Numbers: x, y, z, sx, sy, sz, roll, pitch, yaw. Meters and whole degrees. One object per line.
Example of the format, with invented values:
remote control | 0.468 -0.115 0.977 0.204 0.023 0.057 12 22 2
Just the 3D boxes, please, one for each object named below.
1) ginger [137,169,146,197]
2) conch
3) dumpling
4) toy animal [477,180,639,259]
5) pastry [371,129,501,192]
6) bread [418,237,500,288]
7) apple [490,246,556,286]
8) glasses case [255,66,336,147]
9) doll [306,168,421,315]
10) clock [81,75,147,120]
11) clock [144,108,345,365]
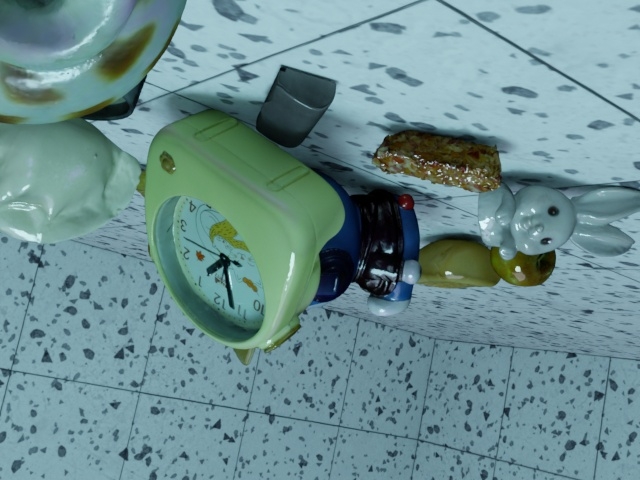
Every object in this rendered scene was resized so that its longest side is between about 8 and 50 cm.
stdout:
ginger | -0.263 -0.082 1.566 0.216 0.102 0.157 7 144 53
conch | -0.212 -0.203 0.558 0.367 0.197 0.249 10 133 35
dumpling | -0.364 -0.086 1.097 0.252 0.180 0.131 21 167 -38
toy animal | 0.332 -0.025 1.154 0.220 0.104 0.131 6 -162 23
pastry | 0.152 -0.107 1.072 0.169 0.063 0.087 15 162 11
bread | 0.268 0.046 1.684 0.147 0.098 0.217 14 172 -21
apple | 0.359 0.027 1.482 0.114 0.099 0.102 -13 -165 -35
glasses case | -0.036 -0.162 1.033 0.072 0.042 0.190 21 169 -8
doll | 0.000 0.000 1.371 0.309 0.240 0.284 -1 -149 -14
clock | -0.353 -0.218 1.021 0.280 0.056 0.280 12 170 2
clock | -0.121 0.015 1.178 0.286 0.117 0.348 36 136 23
